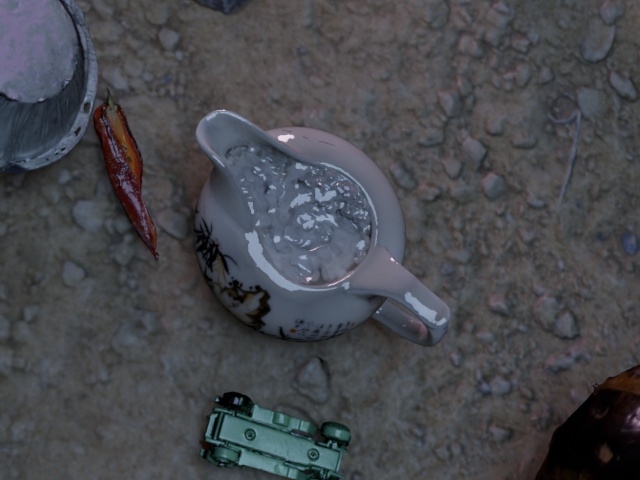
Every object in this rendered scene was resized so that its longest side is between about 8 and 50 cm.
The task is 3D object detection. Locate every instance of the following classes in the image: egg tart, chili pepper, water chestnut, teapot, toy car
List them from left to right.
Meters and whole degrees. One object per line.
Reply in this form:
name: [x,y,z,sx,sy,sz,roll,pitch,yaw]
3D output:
egg tart: [-0.299,-0.177,1.310,0.234,0.094,0.234,14,67,-37]
chili pepper: [-0.189,-0.062,1.380,0.027,0.045,0.178,-22,85,20]
toy car: [-0.043,0.197,1.358,0.143,0.054,0.073,17,72,-14]
teapot: [0.000,0.000,1.364,0.299,0.166,0.208,34,59,4]
water chestnut: [0.358,0.241,1.336,0.300,0.300,0.300,3,77,-16]
